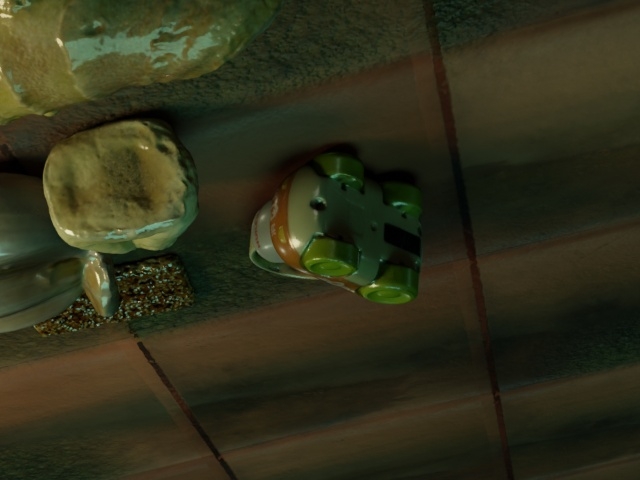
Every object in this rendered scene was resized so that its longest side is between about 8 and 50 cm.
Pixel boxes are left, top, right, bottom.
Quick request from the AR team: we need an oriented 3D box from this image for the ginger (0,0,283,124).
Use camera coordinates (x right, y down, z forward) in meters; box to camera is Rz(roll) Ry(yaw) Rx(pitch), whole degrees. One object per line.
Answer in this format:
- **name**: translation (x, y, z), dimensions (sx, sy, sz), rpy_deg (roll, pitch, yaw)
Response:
- **ginger**: translation (-0.206, -0.204, 1.329), dimensions (0.354, 0.126, 0.190), rpy_deg (-13, 139, -2)

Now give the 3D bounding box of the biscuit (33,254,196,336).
- **biscuit**: translation (-0.290, 0.078, 1.864), dimensions (0.231, 0.025, 0.131), rpy_deg (-12, 149, 2)

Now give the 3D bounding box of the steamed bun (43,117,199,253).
- **steamed bun**: translation (-0.216, -0.050, 1.584), dimensions (0.172, 0.140, 0.155), rpy_deg (-10, 163, 4)

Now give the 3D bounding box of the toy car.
- **toy car**: translation (0.000, 0.000, 1.740), dimensions (0.235, 0.145, 0.235), rpy_deg (4, 160, 1)

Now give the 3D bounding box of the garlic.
- **garlic**: translation (-0.395, 0.024, 1.644), dimensions (0.325, 0.132, 0.279), rpy_deg (-5, 144, -18)
